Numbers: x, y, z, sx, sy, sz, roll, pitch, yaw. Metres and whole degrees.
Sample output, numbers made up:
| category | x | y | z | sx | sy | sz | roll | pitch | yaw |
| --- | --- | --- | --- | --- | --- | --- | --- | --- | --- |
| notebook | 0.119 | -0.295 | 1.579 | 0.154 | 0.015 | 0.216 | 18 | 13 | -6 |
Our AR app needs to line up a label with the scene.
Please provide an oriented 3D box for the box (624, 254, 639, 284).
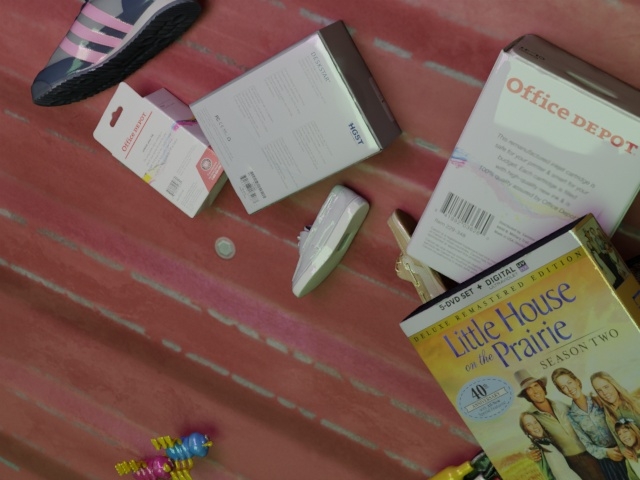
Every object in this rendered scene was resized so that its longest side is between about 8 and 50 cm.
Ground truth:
| category | x | y | z | sx | sy | sz | roll | pitch | yaw |
| --- | --- | --- | --- | --- | --- | --- | --- | --- | --- |
| box | 0.450 | 0.035 | 1.359 | 0.233 | 0.159 | 0.044 | -28 | 95 | 30 |

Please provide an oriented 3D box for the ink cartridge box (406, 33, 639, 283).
| category | x | y | z | sx | sy | sz | roll | pitch | yaw |
| --- | --- | --- | --- | --- | --- | --- | --- | --- | --- |
| ink cartridge box | 0.278 | -0.072 | 1.410 | 0.226 | 0.131 | 0.306 | 30 | 118 | 10 |

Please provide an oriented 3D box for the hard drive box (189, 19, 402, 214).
| category | x | y | z | sx | sy | sz | roll | pitch | yaw |
| --- | --- | --- | --- | --- | --- | --- | --- | --- | --- |
| hard drive box | -0.036 | -0.167 | 1.532 | 0.232 | 0.089 | 0.181 | -24 | 99 | 29 |

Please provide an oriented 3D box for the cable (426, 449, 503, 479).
| category | x | y | z | sx | sy | sz | roll | pitch | yaw |
| --- | --- | --- | --- | --- | --- | --- | --- | --- | --- |
| cable | 0.262 | 0.321 | 1.604 | 0.139 | 0.072 | 0.287 | 33 | 119 | 2 |

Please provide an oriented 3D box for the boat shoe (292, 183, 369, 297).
| category | x | y | z | sx | sy | sz | roll | pitch | yaw |
| --- | --- | --- | --- | --- | --- | --- | --- | --- | --- |
| boat shoe | 0.000 | 0.000 | 1.600 | 0.063 | 0.066 | 0.184 | 42 | 123 | 20 |

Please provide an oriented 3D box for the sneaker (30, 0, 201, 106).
| category | x | y | z | sx | sy | sz | roll | pitch | yaw |
| --- | --- | --- | --- | --- | --- | --- | --- | --- | --- |
| sneaker | -0.311 | -0.309 | 1.603 | 0.319 | 0.112 | 0.131 | -29 | 80 | 27 |

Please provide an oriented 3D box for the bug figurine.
| category | x | y | z | sx | sy | sz | roll | pitch | yaw |
| --- | --- | --- | --- | --- | --- | --- | --- | --- | --- |
| bug figurine | -0.219 | 0.430 | 1.855 | 0.216 | 0.072 | 0.279 | -13 | 109 | 34 |

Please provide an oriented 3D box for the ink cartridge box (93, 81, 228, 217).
| category | x | y | z | sx | sy | sz | roll | pitch | yaw |
| --- | --- | --- | --- | --- | --- | --- | --- | --- | --- |
| ink cartridge box | -0.226 | -0.142 | 1.638 | 0.198 | 0.067 | 0.115 | 39 | 119 | 4 |

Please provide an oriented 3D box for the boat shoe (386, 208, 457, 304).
| category | x | y | z | sx | sy | sz | roll | pitch | yaw |
| --- | --- | --- | --- | --- | --- | --- | --- | --- | --- |
| boat shoe | 0.134 | 0.037 | 1.554 | 0.059 | 0.063 | 0.170 | -29 | 97 | 24 |

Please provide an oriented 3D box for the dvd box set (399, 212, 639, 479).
| category | x | y | z | sx | sy | sz | roll | pitch | yaw |
| --- | --- | --- | --- | --- | --- | --- | --- | --- | --- |
| dvd box set | 0.323 | 0.209 | 1.361 | 0.307 | 0.062 | 0.420 | -33 | 91 | 42 |
